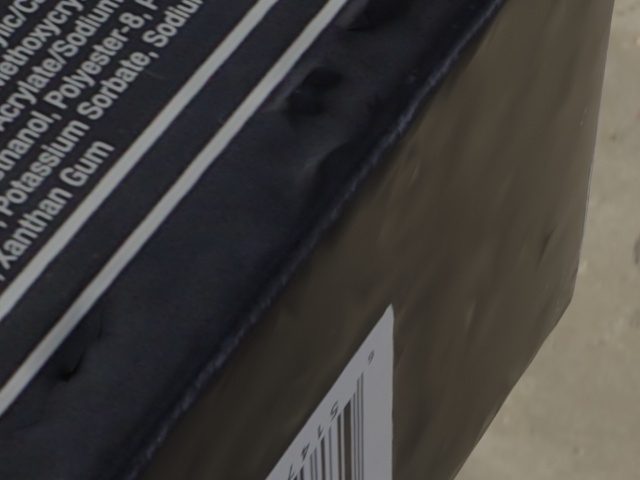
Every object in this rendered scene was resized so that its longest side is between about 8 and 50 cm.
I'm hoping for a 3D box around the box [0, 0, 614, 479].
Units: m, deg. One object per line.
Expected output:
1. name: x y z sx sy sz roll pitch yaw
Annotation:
1. box: -0.130 0.004 0.443 0.294 0.182 0.296 26 57 19
